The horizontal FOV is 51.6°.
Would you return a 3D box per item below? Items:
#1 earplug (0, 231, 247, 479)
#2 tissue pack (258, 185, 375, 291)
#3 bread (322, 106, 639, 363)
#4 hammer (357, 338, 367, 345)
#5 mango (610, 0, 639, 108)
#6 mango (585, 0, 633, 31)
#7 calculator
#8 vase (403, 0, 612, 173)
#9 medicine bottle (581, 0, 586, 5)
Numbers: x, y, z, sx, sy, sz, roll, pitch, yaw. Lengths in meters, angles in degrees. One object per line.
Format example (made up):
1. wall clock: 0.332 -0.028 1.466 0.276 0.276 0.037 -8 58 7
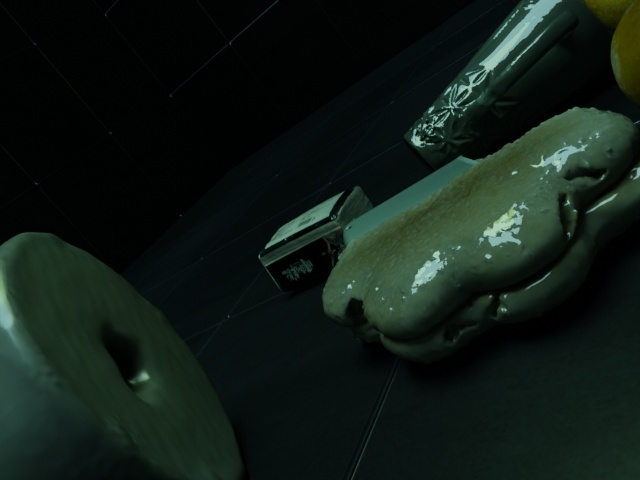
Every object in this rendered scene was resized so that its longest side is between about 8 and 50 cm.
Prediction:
1. earplug: -0.312 0.235 0.622 0.394 0.313 0.312 -41 14 2
2. tissue pack: 0.000 0.000 0.998 0.170 0.090 0.103 -25 20 38
3. bread: 0.136 0.013 0.597 0.337 0.102 0.183 -32 15 28
4. hammer: 0.037 0.079 0.795 0.060 0.028 0.195 -40 15 15
5. mango: 0.392 -0.186 0.507 0.316 0.146 0.193 -16 28 33
6. mango: 0.461 -0.351 0.891 0.157 0.108 0.262 -58 22 13
7. calculator: 0.128 -0.038 0.829 0.246 0.045 0.141 -31 16 -1
8. vase: 0.256 -0.212 0.918 0.301 0.156 0.251 -43 -6 8
9. medicine bottle: 0.441 -0.421 1.151 0.212 0.122 0.122 -30 16 30
